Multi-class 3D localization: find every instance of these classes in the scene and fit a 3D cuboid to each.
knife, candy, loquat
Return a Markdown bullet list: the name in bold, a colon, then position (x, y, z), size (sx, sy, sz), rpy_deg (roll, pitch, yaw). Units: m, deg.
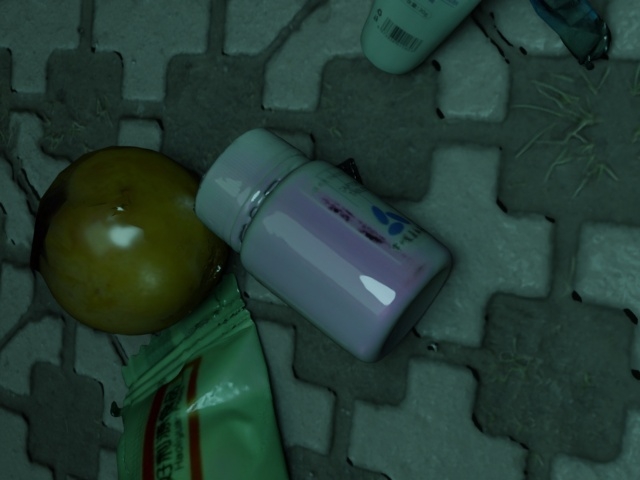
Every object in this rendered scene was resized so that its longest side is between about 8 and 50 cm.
- **knife**: position (0.171, -0.268, 0.755), size (0.296, 0.026, 0.044), rpy_deg (43, 142, -18)
- **candy**: position (-0.140, 0.267, 1.027), size (0.263, 0.172, 0.397), rpy_deg (-31, 56, 19)
- **loquat**: position (-0.226, 0.001, 1.001), size (0.235, 0.235, 0.235), rpy_deg (2, 94, 32)

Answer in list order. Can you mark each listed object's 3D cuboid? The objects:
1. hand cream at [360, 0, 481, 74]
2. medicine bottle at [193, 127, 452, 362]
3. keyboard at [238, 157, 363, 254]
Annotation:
- **hand cream**: position (0.117, -0.256, 0.768), size (0.109, 0.067, 0.320), rpy_deg (38, 154, -1)
- **medicine bottle**: position (0.000, 0.000, 0.887), size (0.254, 0.152, 0.152), rpy_deg (39, 112, 17)
- **keyboard**: position (-0.030, -0.031, 0.999), size (0.195, 0.018, 0.060), rpy_deg (-27, 76, 30)
